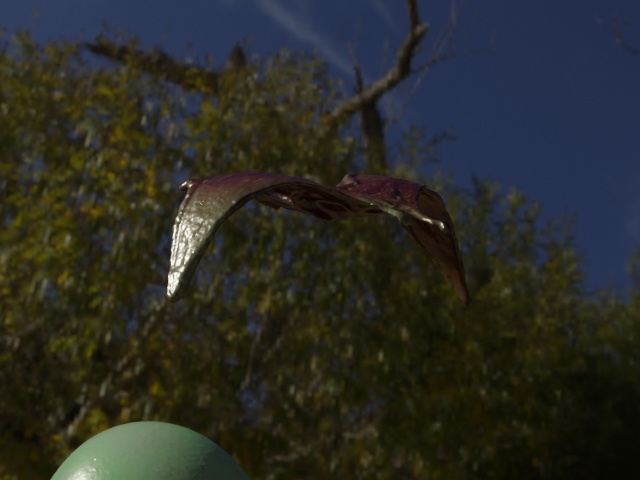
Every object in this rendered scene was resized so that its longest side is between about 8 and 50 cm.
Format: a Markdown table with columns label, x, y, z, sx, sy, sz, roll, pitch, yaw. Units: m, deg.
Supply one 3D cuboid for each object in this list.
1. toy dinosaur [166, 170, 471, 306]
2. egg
| label | x | y | z | sx | sy | sz | roll | pitch | yaw |
| --- | --- | --- | --- | --- | --- | --- | --- | --- | --- |
| toy dinosaur | 0.003 | 0.001 | 1.031 | 0.206 | 0.113 | 0.327 | 6 | 4 | 16 |
| egg | -0.136 | 0.282 | 1.040 | 0.220 | 0.270 | 0.220 | -11 | -17 | -3 |
